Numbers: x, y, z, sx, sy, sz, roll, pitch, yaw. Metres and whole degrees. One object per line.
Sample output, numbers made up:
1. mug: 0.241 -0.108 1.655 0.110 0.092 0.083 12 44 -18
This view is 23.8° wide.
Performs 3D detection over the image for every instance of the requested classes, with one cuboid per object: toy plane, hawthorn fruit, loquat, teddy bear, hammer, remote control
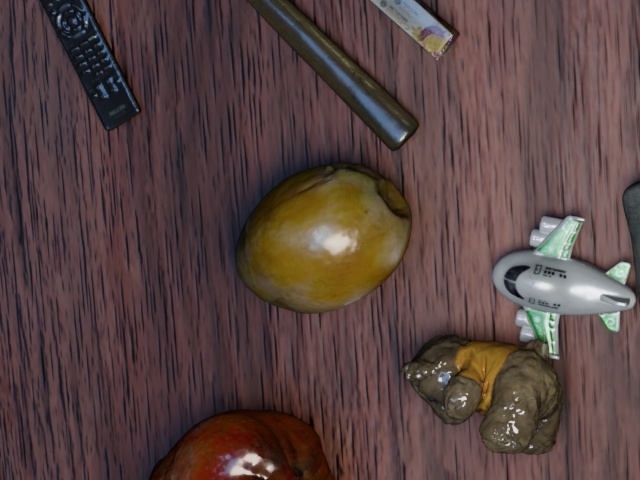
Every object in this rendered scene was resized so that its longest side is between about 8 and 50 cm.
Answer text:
1. toy plane: 0.287 0.054 1.798 0.174 0.080 0.174 3 98 21
2. hawthorn fruit: -0.114 0.316 1.908 0.261 0.224 0.224 -9 94 40
3. loquat: 0.000 0.000 1.836 0.227 0.179 0.179 -29 87 25
4. teddy bear: 0.193 0.172 1.801 0.190 0.177 0.140 13 90 29
5. hammer: -0.046 -0.277 1.889 0.440 0.044 0.168 46 110 8
6. remote control: -0.309 -0.262 1.989 0.063 0.025 0.245 -27 88 21

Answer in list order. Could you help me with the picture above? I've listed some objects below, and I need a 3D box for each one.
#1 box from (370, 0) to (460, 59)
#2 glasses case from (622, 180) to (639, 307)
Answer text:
1. box: 0.078 -0.300 1.830 0.207 0.050 0.041 43 110 4
2. glasses case: 0.436 0.081 1.744 0.131 0.074 0.323 -8 95 28
